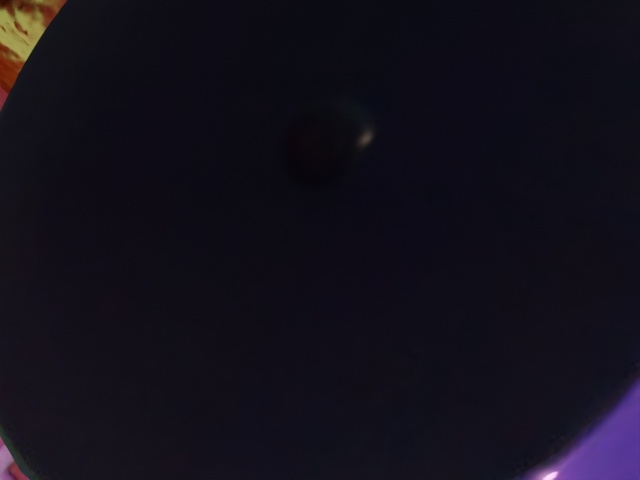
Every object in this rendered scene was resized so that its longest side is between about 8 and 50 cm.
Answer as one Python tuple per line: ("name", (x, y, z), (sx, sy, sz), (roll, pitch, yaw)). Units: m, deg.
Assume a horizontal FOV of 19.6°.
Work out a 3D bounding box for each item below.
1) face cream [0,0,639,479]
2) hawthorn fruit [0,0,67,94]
("face cream", (0.052, 0.020, 0.582), (0.249, 0.249, 0.225), (44, -178, 40))
("hawthorn fruit", (-0.101, -0.169, 0.890), (0.205, 0.205, 0.253), (47, -173, -42))
